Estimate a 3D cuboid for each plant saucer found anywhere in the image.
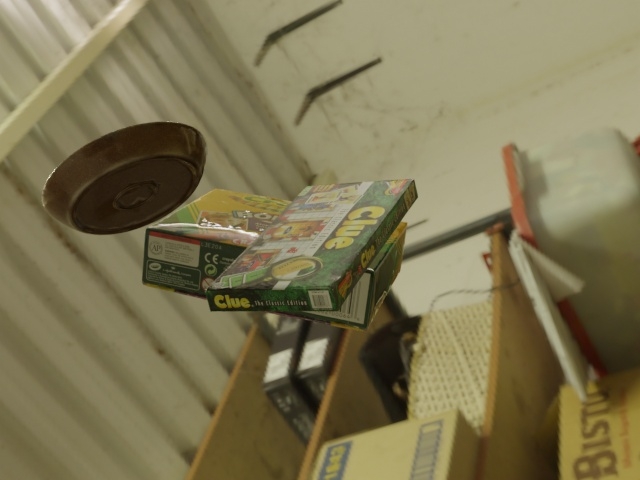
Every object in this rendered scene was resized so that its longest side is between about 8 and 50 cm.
[{"bbox_3d":[-0.182,-0.052,0.929,0.168,0.168,0.029,14,-136,-59],"label":"plant saucer"}]

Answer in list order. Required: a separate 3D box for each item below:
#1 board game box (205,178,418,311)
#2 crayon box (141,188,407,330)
[{"bbox_3d":[0.000,0.000,0.988,0.260,0.136,0.030,-51,-45,-56],"label":"board game box"},{"bbox_3d":[-0.062,0.018,1.578,0.313,0.362,0.106,-49,-32,-69],"label":"crayon box"}]
